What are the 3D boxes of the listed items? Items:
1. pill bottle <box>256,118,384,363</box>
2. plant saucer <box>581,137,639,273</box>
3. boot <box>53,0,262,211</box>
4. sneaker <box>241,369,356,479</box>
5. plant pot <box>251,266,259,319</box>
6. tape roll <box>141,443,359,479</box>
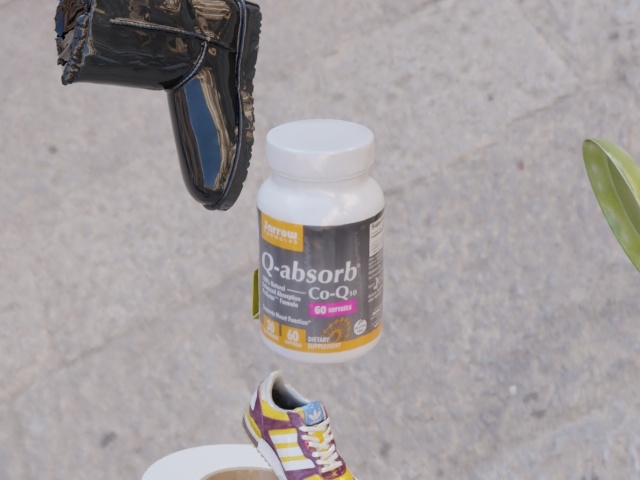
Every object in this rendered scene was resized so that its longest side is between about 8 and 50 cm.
[{"bbox_3d":[0.000,0.000,1.497,0.162,0.278,0.162,-1,23,0],"label":"pill bottle"},{"bbox_3d":[0.449,-0.047,1.728,0.037,0.241,0.241,-26,51,1],"label":"plant saucer"},{"bbox_3d":[-0.082,-0.080,0.596,0.045,0.099,0.121,-1,82,55],"label":"boot"},{"bbox_3d":[-0.012,0.223,1.302,0.185,0.084,0.069,42,34,27],"label":"sneaker"},{"bbox_3d":[-0.050,0.076,1.814,0.083,0.081,0.081,11,64,-22],"label":"plant pot"},{"bbox_3d":[-0.097,0.436,1.922,0.392,0.392,0.072,16,105,29],"label":"tape roll"}]
